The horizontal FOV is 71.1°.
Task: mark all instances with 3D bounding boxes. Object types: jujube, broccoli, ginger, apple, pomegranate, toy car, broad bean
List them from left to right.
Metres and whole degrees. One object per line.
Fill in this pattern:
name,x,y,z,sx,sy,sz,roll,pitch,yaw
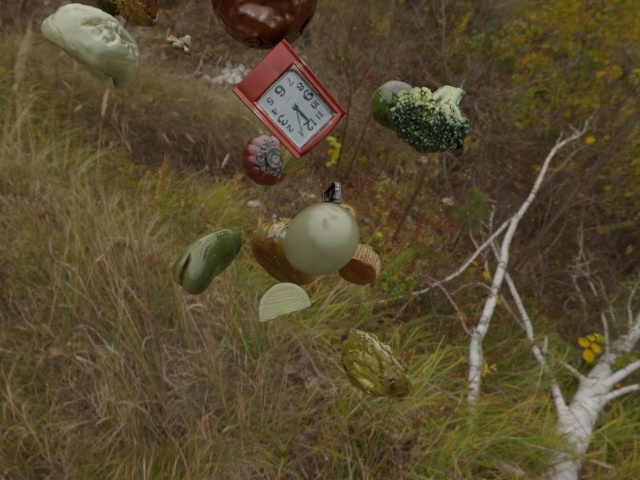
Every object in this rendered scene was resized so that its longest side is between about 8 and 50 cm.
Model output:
broad bean,-0.365,0.054,1.459,0.121,0.189,0.263,26,47,19
jujube,-0.084,-0.426,0.735,0.190,0.190,0.255,14,44,-4
ginger,-0.092,-0.302,1.479,0.115,0.193,0.123,-19,91,-7
toy car,0.030,-0.127,1.376,0.055,0.142,0.069,8,66,-11
apple,0.087,-0.085,1.958,0.155,0.182,0.182,31,41,10
pomegranate,0.328,-0.581,1.926,0.214,0.214,0.248,26,29,10
broccoli,0.361,-0.411,1.431,0.288,0.248,0.246,28,83,21

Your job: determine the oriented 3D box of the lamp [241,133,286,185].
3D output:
lamp,-0.240,-0.352,1.968,0.226,0.227,0.227,10,40,-9

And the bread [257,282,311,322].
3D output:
bread,-0.136,0.203,1.563,0.192,0.112,0.036,-17,8,-17

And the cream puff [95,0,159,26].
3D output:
cream puff,-0.543,-0.690,1.226,0.168,0.183,0.183,2,42,-7

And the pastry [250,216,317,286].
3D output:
pastry,-0.123,0.037,1.772,0.315,0.285,0.184,18,50,30

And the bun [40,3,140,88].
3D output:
bun,-0.556,-0.491,1.118,0.229,0.145,0.229,34,0,0

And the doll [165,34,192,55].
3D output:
doll,-0.369,-0.507,1.172,0.061,0.051,0.093,40,38,-5

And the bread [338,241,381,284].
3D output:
bread,0.150,0.099,1.803,0.199,0.199,0.104,21,56,4

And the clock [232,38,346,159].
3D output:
clock,-0.048,-0.222,0.723,0.155,0.113,0.061,46,4,-18

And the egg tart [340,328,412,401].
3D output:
egg tart,0.153,0.392,1.372,0.279,0.279,0.095,37,58,22

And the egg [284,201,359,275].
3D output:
egg,0.000,0.000,1.202,0.186,0.241,0.186,15,57,-25
